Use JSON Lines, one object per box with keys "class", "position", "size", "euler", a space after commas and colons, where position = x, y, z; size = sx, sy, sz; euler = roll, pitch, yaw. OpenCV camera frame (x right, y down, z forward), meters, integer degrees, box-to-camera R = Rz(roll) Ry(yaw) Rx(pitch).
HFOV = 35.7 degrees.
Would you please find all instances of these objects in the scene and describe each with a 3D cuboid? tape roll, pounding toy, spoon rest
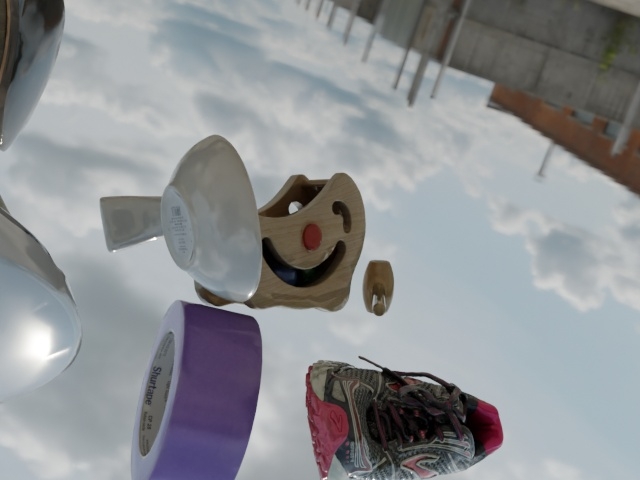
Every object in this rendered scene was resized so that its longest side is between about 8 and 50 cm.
{"class": "tape roll", "position": [-0.125, 0.158, 0.987], "size": [0.080, 0.189, 0.189], "euler": [13, -164, -18]}
{"class": "pounding toy", "position": [0.000, 0.000, 1.060], "size": [0.154, 0.154, 0.269], "euler": [1, 177, 40]}
{"class": "spoon rest", "position": [-0.112, -0.020, 0.868], "size": [0.084, 0.137, 0.276], "euler": [-13, -172, -29]}

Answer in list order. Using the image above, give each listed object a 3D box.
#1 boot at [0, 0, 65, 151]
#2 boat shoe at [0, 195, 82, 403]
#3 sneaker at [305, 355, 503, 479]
{"class": "boot", "position": [-0.302, -0.213, 0.900], "size": [0.115, 0.305, 0.112], "euler": [18, -135, -1]}
{"class": "boat shoe", "position": [-0.241, -0.032, 0.513], "size": [0.367, 0.135, 0.156], "euler": [63, -177, -62]}
{"class": "sneaker", "position": [0.077, 0.166, 0.930], "size": [0.112, 0.121, 0.299], "euler": [-14, 165, 25]}
